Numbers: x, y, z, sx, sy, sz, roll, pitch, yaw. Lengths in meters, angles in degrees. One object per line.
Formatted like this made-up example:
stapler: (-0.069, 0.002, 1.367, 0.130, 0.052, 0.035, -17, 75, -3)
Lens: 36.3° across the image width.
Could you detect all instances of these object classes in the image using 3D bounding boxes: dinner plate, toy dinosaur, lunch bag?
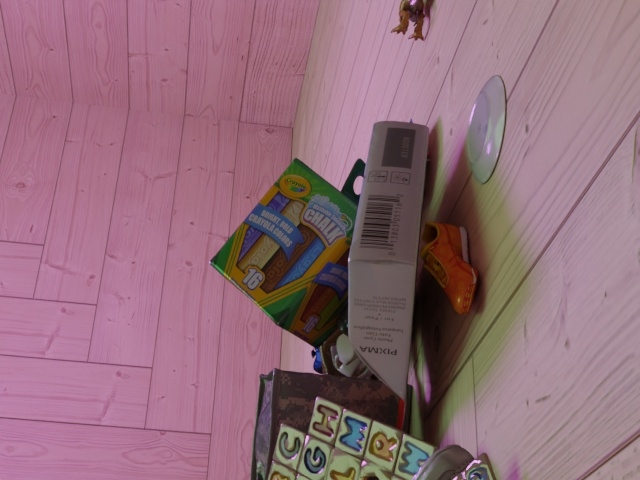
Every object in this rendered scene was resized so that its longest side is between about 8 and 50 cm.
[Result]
dinner plate: (0.211, -0.144, 1.261, 0.141, 0.017, 0.141, -175, 90, -82)
toy dinosaur: (0.162, -0.417, 1.710, 0.211, 0.064, 0.112, 135, 142, -79)
lunch bag: (0.011, 0.363, 1.557, 0.169, 0.235, 0.287, 136, 140, -71)

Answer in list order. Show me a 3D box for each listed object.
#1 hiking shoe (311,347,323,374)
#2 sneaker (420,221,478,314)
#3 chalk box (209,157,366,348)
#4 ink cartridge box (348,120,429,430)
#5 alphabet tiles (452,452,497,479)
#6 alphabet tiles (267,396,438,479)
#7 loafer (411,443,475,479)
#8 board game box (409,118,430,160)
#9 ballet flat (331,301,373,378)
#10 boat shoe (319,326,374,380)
hiking shoe: (0.000, 0.176, 2.258, 0.113, 0.132, 0.304, -96, 14, -61)
sneaker: (0.165, 0.038, 1.271, 0.175, 0.067, 0.064, -98, 17, -58)
chalk box: (0.000, 0.000, 1.600, 0.289, 0.179, 0.180, -50, -30, 1)
ink cartridge box: (0.093, 0.071, 1.405, 0.308, 0.091, 0.385, -79, -7, -49)
alphabet tiles: (0.147, 0.371, 1.000, 0.198, 0.009, 0.237, -52, 36, 31)
alphabet tiles: (0.038, 0.381, 1.327, 0.343, 0.011, 0.285, 14, 89, 46)
loafer: (0.133, 0.399, 1.149, 0.111, 0.112, 0.319, 23, 103, 41)
board game box: (0.160, -0.117, 1.608, 0.168, 0.033, 0.133, 100, 169, -72)
ballet flat: (0.062, 0.172, 1.620, 0.096, 0.095, 0.280, -48, -24, -18)
boat shoe: (0.056, 0.292, 1.873, 0.123, 0.123, 0.341, 28, -121, -65)
